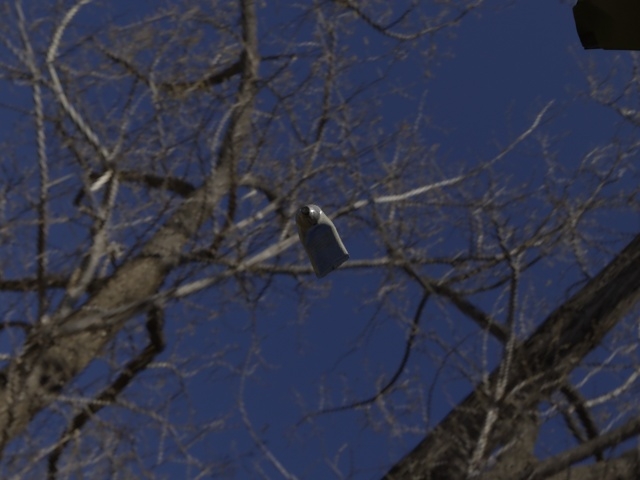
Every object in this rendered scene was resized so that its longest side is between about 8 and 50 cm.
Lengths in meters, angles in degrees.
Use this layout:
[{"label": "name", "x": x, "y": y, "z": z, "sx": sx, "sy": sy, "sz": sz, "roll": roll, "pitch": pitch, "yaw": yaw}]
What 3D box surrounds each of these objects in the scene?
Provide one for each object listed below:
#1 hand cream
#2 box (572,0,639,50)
[{"label": "hand cream", "x": 0.000, "y": 0.000, "z": 1.465, "sx": 0.037, "sy": 0.057, "sz": 0.165, "roll": 52, "pitch": -7, "yaw": 32}, {"label": "box", "x": 0.192, "y": -0.348, "z": 0.434, "sx": 0.138, "sy": 0.420, "sz": 0.373, "roll": 6, "pitch": -43, "yaw": 38}]
